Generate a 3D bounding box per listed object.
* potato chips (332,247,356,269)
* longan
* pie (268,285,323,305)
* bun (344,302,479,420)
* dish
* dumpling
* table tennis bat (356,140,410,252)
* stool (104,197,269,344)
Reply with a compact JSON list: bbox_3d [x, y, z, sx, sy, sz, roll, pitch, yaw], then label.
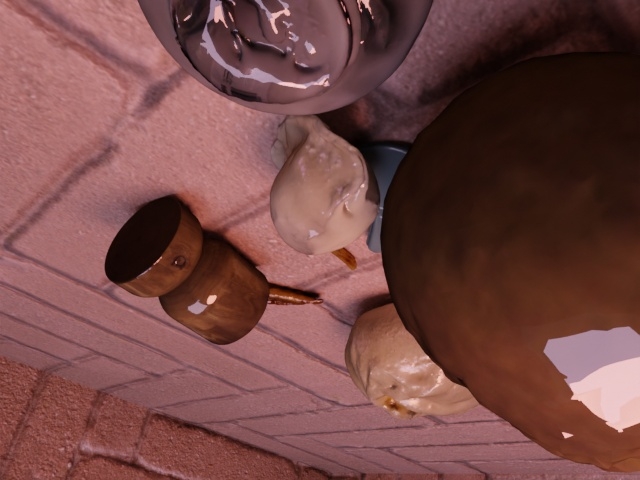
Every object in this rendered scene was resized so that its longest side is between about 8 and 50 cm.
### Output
[{"bbox_3d":[0.000,0.000,0.950,0.204,0.026,0.037,33,144,-32],"label":"potato chips"},{"bbox_3d":[0.264,0.007,0.551,0.404,0.404,0.436,22,-172,-17],"label":"longan"},{"bbox_3d":[-0.093,0.127,1.163,0.191,0.033,0.088,9,155,-7],"label":"pie"},{"bbox_3d":[0.226,0.275,1.127,0.365,0.219,0.365,6,150,3],"label":"bun"},{"bbox_3d":[-0.048,-0.233,0.516,0.324,0.124,0.324,7,147,5],"label":"dish"},{"bbox_3d":[-0.008,-0.080,0.721,0.147,0.193,0.258,-21,169,-22],"label":"dumpling"},{"bbox_3d":[0.101,-0.060,0.818,0.153,0.040,0.244,11,144,8],"label":"table tennis bat"},{"bbox_3d":[-0.241,0.065,0.980,0.179,0.179,0.264,-11,142,30],"label":"stool"}]
